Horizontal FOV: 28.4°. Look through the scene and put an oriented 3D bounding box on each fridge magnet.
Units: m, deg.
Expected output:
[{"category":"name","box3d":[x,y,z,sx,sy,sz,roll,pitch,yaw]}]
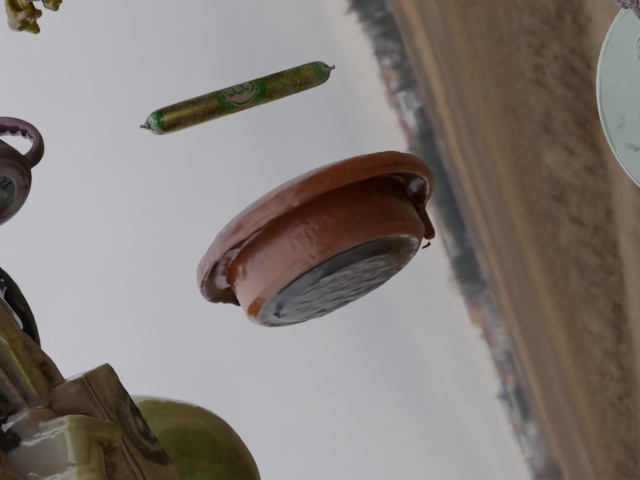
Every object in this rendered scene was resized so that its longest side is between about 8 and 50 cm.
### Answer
[{"category":"fridge magnet","box3d":[0.000,0.000,1.748,0.155,0.363,0.363,63,-176,18]}]

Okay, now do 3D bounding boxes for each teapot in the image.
[{"category":"teapot","box3d":[-0.428,-0.101,1.563,0.146,0.148,0.116,36,-179,35]}]

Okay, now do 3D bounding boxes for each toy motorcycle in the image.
[{"category":"toy motorcycle","box3d":[-0.136,0.171,0.629,0.341,0.107,0.223,60,-154,-16]}]

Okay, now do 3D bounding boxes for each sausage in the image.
[{"category":"sausage","box3d":[-0.091,-0.167,1.470,0.033,0.269,0.033,36,137,43]}]

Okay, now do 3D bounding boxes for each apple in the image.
[{"category":"apple","box3d":[-0.259,0.404,1.910,0.357,0.357,0.357,-20,-90,-84]}]

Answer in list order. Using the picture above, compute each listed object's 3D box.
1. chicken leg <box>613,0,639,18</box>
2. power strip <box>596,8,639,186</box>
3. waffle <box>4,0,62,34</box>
[{"category":"chicken leg","box3d":[0.359,-0.253,1.369,0.205,0.053,0.093,52,170,5]},{"category":"power strip","box3d":[0.533,-0.185,1.571,0.161,0.357,0.358,-23,-86,-44]},{"category":"waffle","box3d":[-0.420,-0.419,1.561,0.260,0.293,0.069,-67,-11,18]}]
